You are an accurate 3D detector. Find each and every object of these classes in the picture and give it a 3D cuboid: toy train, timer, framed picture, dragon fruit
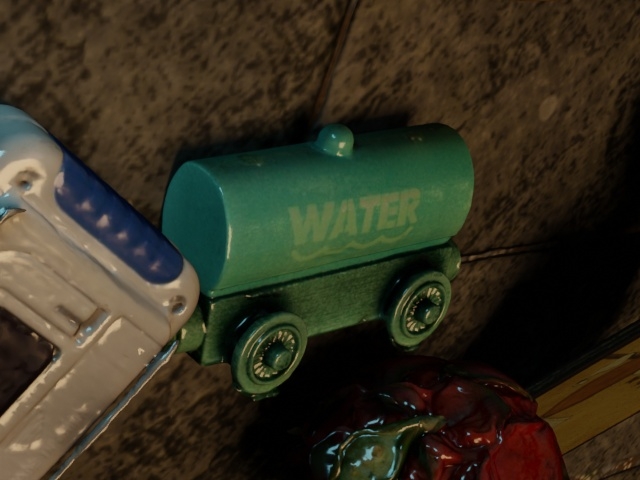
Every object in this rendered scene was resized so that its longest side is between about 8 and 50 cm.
[{"bbox_3d":[0.000,0.000,0.907,0.248,0.101,0.159,-14,123,-39],"label":"toy train"},{"bbox_3d":[-0.192,0.069,0.750,0.253,0.078,0.178,-47,135,-2],"label":"timer"},{"bbox_3d":[0.247,0.133,1.241,0.338,0.014,0.255,-36,154,30],"label":"framed picture"},{"bbox_3d":[0.082,0.203,1.085,0.234,0.234,0.293,-41,154,-11],"label":"dragon fruit"}]
